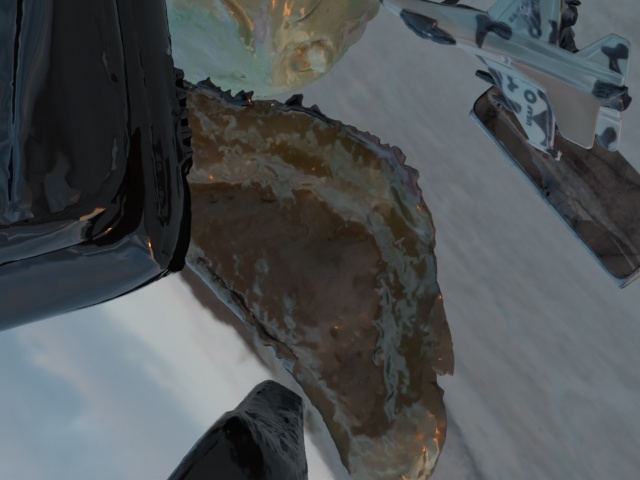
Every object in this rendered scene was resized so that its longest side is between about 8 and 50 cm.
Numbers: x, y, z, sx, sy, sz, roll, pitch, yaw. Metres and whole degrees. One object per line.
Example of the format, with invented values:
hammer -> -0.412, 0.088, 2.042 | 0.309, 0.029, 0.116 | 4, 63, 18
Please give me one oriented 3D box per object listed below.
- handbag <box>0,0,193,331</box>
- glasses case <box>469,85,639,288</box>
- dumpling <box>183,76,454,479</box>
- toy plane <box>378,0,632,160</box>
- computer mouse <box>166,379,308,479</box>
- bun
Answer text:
handbag -> -0.180, -0.095, 0.377 | 0.088, 0.244, 0.275 | 58, -157, -85
glasses case -> 0.322, -0.087, 1.274 | 0.299, 0.114, 0.060 | 52, 180, 18
dumpling -> -0.002, 0.003, 0.690 | 0.332, 0.166, 0.086 | 50, -176, 12
toy plane -> 0.135, -0.140, 0.713 | 0.234, 0.082, 0.160 | 46, 158, 39
computer mouse -> -0.064, 0.182, 0.700 | 0.088, 0.147, 0.264 | 39, -175, 2
bun -> -0.034, -0.248, 1.088 | 0.179, 0.283, 0.283 | 51, 179, 14
